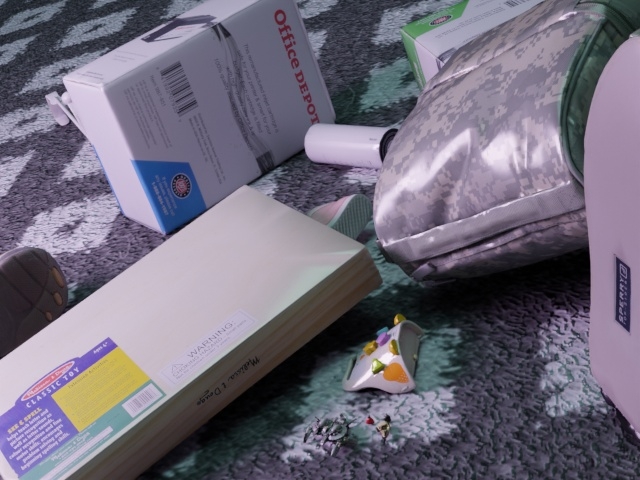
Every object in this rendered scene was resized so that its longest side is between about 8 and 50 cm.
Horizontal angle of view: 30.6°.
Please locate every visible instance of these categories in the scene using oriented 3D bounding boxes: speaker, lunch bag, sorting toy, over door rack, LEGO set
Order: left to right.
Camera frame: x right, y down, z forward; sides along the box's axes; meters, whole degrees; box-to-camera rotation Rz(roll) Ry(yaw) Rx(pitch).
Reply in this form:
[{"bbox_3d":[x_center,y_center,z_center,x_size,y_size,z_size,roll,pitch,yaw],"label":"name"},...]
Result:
[{"bbox_3d":[-0.318,-0.256,1.954,0.239,0.108,0.324,-28,28,-17],"label":"over door rack"},{"bbox_3d":[0.022,0.167,1.051,0.083,0.023,0.054,-20,27,1],"label":"LEGO set"},{"bbox_3d":[0.044,-0.124,1.530,0.136,0.055,0.055,9,39,44],"label":"speaker"},{"bbox_3d":[0.055,0.114,1.119,0.075,0.045,0.083,-29,22,26],"label":"sorting toy"},{"bbox_3d":[0.209,-0.086,1.128,0.256,0.212,0.305,-47,16,-34],"label":"lunch bag"}]

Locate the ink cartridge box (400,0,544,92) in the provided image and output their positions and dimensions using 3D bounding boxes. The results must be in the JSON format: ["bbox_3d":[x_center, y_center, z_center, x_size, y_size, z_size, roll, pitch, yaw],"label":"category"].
[{"bbox_3d":[0.253,-0.226,1.502,0.211,0.121,0.289,-22,28,-4],"label":"ink cartridge box"}]

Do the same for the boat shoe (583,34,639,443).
[{"bbox_3d":[0.293,-0.010,0.872,0.158,0.340,0.127,-15,37,-12],"label":"boat shoe"}]

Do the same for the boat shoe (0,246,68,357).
[{"bbox_3d":[-0.462,0.124,1.366,0.355,0.132,0.130,-31,18,-37],"label":"boat shoe"}]

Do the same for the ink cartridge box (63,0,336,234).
[{"bbox_3d":[-0.157,-0.187,1.594,0.307,0.223,0.129,-34,30,-25],"label":"ink cartridge box"}]

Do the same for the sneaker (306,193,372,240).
[{"bbox_3d":[0.000,0.000,1.347,0.070,0.051,0.134,-9,34,52],"label":"sneaker"}]

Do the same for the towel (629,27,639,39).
[{"bbox_3d":[0.465,-0.124,1.020,0.324,0.312,0.056,-33,-4,-21],"label":"towel"}]

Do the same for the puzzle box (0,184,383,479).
[{"bbox_3d":[-0.166,0.105,1.207,0.409,0.052,0.272,-37,32,-15],"label":"puzzle box"}]
